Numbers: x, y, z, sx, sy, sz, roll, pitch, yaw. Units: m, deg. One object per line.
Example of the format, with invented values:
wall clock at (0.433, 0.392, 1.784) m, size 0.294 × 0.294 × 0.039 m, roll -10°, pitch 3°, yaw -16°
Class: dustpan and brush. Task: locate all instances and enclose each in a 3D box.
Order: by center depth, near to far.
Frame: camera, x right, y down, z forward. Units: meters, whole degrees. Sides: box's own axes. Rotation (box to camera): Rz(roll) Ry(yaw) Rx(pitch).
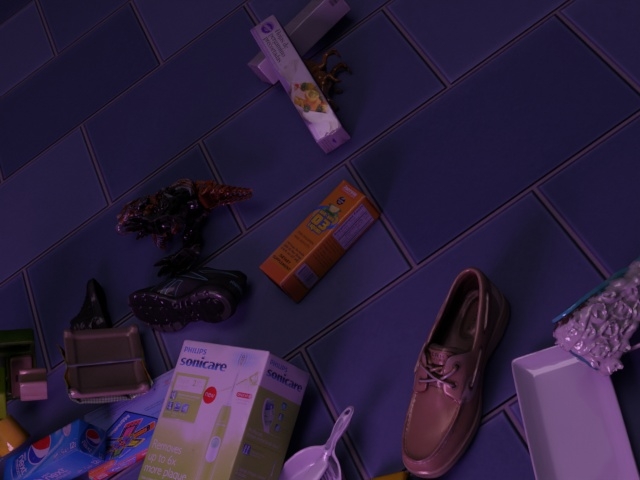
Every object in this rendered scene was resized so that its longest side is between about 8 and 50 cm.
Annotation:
dustpan and brush at (0.003, 0.365, 1.733) m, size 0.147 × 0.060 × 0.211 m, roll 24°, pitch 73°, yaw 42°

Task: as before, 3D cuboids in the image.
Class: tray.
tray at (0.375, 0.273, 1.581) m, size 0.145 × 0.030 × 0.270 m, roll -22°, pitch 48°, yaw 19°

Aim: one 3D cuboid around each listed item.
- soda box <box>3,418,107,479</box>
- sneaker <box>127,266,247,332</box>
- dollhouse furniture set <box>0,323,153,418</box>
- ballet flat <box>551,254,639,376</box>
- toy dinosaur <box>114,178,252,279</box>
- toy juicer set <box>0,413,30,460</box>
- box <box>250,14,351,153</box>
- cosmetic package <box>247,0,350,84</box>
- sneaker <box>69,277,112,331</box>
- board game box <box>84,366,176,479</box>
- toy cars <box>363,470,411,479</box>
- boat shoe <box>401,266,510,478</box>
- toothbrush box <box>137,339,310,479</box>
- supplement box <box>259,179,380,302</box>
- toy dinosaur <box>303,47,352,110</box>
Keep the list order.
soda box at (-0.494, 0.408, 1.992) m, size 0.210 × 0.071 × 0.067 m, roll -30°, pitch 45°, yaw 26°
sneaker at (-0.256, 0.112, 2.088) m, size 0.267 × 0.101 × 0.106 m, roll -5°, pitch 33°, yaw 31°
dollhouse furniture set at (-0.484, 0.281, 2.061) m, size 0.301 × 0.151 × 0.198 m, roll -3°, pitch 36°, yaw -16°
ballet flat at (0.523, 0.051, 1.595) m, size 0.409 × 0.147 × 0.147 m, roll -40°, pitch 45°, yaw -6°
toy dinosaur at (-0.295, -0.063, 2.197) m, size 0.322 × 0.164 × 0.218 m, roll -35°, pitch 24°, yaw 36°
toy juicer set at (-0.723, 0.468, 2.067) m, size 0.329 × 0.089 × 0.209 m, roll -30°, pitch 7°, yaw 21°
box at (-0.043, -0.324, 2.209) m, size 0.063 × 0.067 × 0.324 m, roll -32°, pitch 63°, yaw 6°
cosmetic package at (-0.048, -0.447, 2.356) m, size 0.239 × 0.060 × 0.099 m, roll -45°, pitch 23°, yaw -4°
sneaker at (-0.483, 0.159, 2.211) m, size 0.089 × 0.051 × 0.170 m, roll -29°, pitch 50°, yaw 5°
board game box at (-0.314, 0.327, 1.992) m, size 0.281 × 0.027 × 0.145 m, roll -28°, pitch 46°, yaw 13°
toy cars at (0.033, 0.511, 1.586) m, size 0.176 × 0.087 × 0.394 m, roll 23°, pitch 72°, yaw 42°
boat shoe at (0.196, 0.203, 1.693) m, size 0.121 × 0.110 × 0.341 m, roll 3°, pitch 60°, yaw 35°
toothbrush box at (-0.166, 0.325, 1.794) m, size 0.206 × 0.122 × 0.283 m, roll 3°, pitch 67°, yaw 41°
supplement box at (0.000, 0.000, 1.998) m, size 0.233 × 0.080 × 0.078 m, roll -46°, pitch 48°, yaw -7°
toy dinosaur at (-0.003, -0.360, 2.278) m, size 0.112 × 0.064 × 0.211 m, roll -34°, pitch 45°, yaw 8°
